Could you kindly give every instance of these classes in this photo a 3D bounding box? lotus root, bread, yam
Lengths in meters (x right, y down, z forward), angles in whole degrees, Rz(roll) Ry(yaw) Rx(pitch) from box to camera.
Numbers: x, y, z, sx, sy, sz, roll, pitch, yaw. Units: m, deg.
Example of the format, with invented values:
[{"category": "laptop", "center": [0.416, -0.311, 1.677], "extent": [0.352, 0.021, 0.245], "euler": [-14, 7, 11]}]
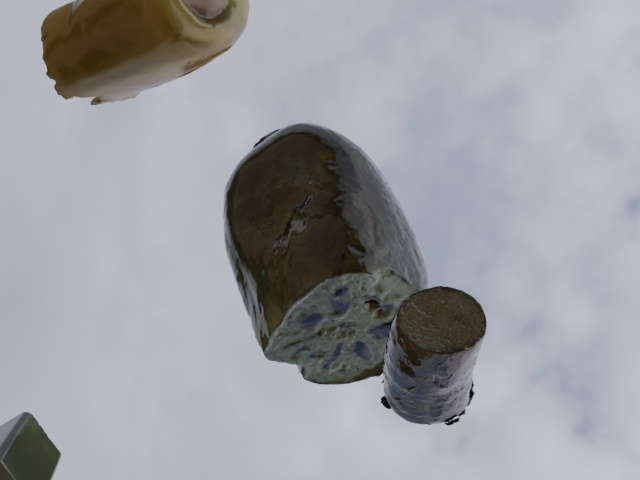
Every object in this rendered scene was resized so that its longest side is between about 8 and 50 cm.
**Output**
[{"category": "lotus root", "center": [0.000, 0.000, 1.519], "extent": [0.250, 0.250, 0.346], "euler": [-48, -137, 25]}, {"category": "bread", "center": [-0.152, -0.183, 1.035], "extent": [0.173, 0.134, 0.085], "euler": [-17, -98, 39]}, {"category": "yam", "center": [0.093, 0.096, 0.972], "extent": [0.084, 0.084, 0.127], "euler": [53, -21, 31]}]

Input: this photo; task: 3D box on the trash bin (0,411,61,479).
[{"category": "trash bin", "center": [-0.253, 0.190, 0.963], "extent": [0.043, 0.092, 0.061], "euler": [-31, -77, 11]}]
